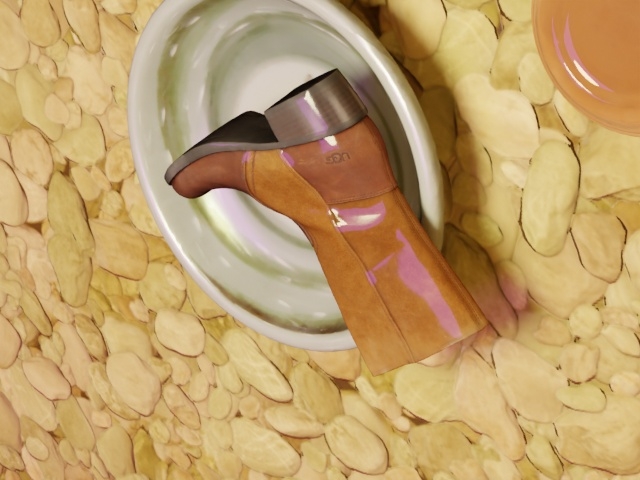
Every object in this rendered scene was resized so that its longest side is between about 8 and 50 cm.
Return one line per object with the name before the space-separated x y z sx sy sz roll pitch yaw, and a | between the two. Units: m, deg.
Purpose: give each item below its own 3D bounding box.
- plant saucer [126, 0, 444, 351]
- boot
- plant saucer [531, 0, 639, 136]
plant saucer | -0.023 -0.087 1.491 0.400 0.100 0.400 19 123 33
boot | 0.000 0.000 1.408 0.264 0.096 0.280 -22 103 38
plant saucer | 0.259 -0.178 1.238 0.200 0.037 0.200 20 124 34
